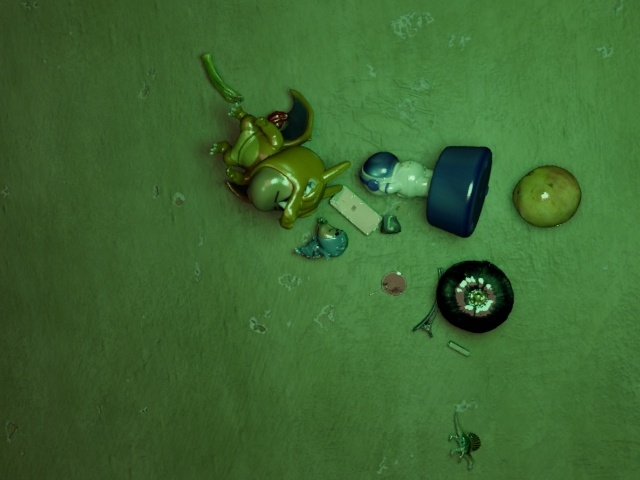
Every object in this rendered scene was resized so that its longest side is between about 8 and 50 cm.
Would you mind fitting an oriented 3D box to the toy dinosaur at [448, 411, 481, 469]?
[{"bbox_3d":[0.483,0.668,1.654,0.106,0.044,0.188,10,85,-4],"label":"toy dinosaur"}]

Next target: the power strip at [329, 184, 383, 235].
[{"bbox_3d":[0.117,-0.100,1.644,0.192,0.035,0.081,41,101,5],"label":"power strip"}]

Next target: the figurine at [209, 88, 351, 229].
[{"bbox_3d":[-0.126,-0.256,1.548,0.387,0.268,0.401,40,97,13],"label":"figurine"}]

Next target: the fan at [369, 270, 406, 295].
[{"bbox_3d":[0.224,0.155,1.664,0.133,0.005,0.085,-27,91,11],"label":"fan"}]

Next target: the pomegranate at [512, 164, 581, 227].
[{"bbox_3d":[0.669,-0.127,1.465,0.191,0.191,0.192,1,96,10],"label":"pomegranate"}]

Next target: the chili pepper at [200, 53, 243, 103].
[{"bbox_3d":[-0.339,-0.540,1.681,0.202,0.050,0.052,55,138,0],"label":"chili pepper"}]

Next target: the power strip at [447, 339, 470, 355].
[{"bbox_3d":[0.455,0.354,1.630,0.083,0.027,0.017,28,99,5],"label":"power strip"}]

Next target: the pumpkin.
[{"bbox_3d":[0.474,0.172,1.540,0.232,0.163,0.233,0,94,7],"label":"pumpkin"}]

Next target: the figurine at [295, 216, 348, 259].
[{"bbox_3d":[0.000,-0.004,1.644,0.178,0.114,0.145,-20,90,20],"label":"figurine"}]

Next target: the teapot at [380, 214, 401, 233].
[{"bbox_3d":[0.223,-0.053,1.605,0.066,0.088,0.057,-6,80,25],"label":"teapot"}]

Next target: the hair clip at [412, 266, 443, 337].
[{"bbox_3d":[0.372,0.200,1.631,0.070,0.039,0.230,19,94,8],"label":"hair clip"}]

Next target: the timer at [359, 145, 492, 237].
[{"bbox_3d":[0.301,-0.179,1.514,0.383,0.270,0.271,15,98,22],"label":"timer"}]
